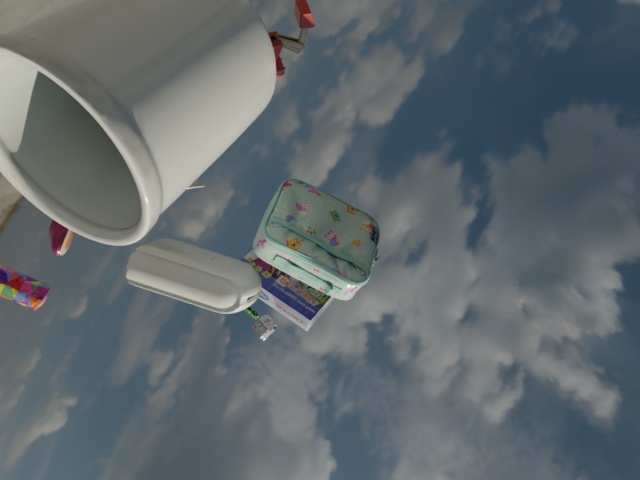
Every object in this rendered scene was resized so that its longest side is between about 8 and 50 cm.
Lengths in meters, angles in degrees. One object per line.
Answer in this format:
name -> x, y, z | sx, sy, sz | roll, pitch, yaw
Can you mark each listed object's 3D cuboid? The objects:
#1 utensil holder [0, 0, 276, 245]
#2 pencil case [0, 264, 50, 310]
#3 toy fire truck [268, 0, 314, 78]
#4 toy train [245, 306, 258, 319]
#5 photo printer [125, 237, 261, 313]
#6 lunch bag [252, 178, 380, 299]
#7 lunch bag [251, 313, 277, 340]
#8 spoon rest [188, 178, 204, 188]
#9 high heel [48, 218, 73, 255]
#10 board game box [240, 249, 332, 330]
utensil holder -> -0.293, -0.234, 0.807 | 0.328, 0.327, 0.385 | -23, -156, 45
pencil case -> -1.006, 0.137, 1.598 | 0.104, 0.236, 0.104 | -42, -153, 28
toy fire truck -> -0.085, -0.453, 1.134 | 0.192, 0.135, 0.047 | 94, -22, -69
toy train -> -0.220, 0.208, 1.489 | 0.017, 0.083, 0.023 | -45, 162, -37
photo printer -> -0.306, 0.091, 1.281 | 0.256, 0.308, 0.107 | -64, 172, -83
lunch bag -> 0.000, 0.000, 1.115 | 0.108, 0.279, 0.224 | -55, -169, 46
lunch bag -> -0.216, 0.334, 1.913 | 0.083, 0.053, 0.071 | -44, -131, 0
spoon rest -> -0.519, -0.167, 1.611 | 0.137, 0.276, 0.084 | -117, -155, -81
high heel -> -0.598, -0.064, 1.075 | 0.082, 0.117, 0.244 | -58, -146, 40
board game box -> -0.085, 0.109, 1.688 | 0.318, 0.319, 0.066 | -46, 162, -45
